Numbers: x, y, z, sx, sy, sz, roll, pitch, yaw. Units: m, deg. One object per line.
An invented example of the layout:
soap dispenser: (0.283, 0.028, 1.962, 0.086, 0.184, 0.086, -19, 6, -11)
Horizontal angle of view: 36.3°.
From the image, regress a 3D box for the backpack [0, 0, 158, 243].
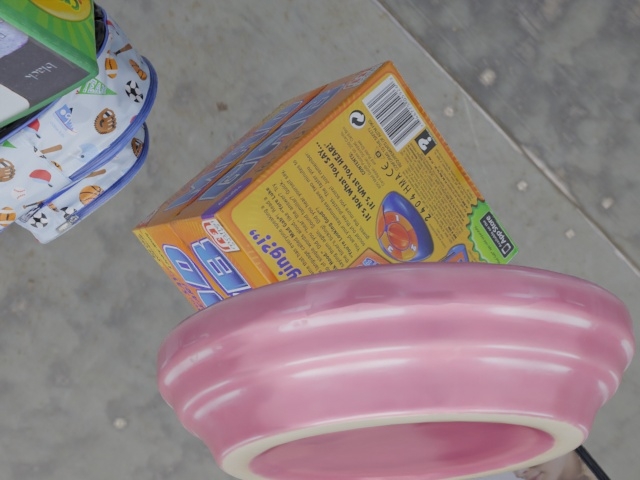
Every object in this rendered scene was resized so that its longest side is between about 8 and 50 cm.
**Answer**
backpack: (-0.317, -0.146, 1.155, 0.263, 0.276, 0.213, -37, 132, 15)

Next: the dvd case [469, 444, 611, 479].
dvd case: (0.151, 0.212, 0.966, 0.180, 0.253, 0.022, -41, 144, 6)

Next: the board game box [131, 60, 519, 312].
board game box: (0.000, 0.000, 1.503, 0.356, 0.356, 0.356, -43, 107, -24)

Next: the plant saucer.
plant saucer: (0.053, 0.112, 0.684, 0.332, 0.084, 0.332, -3, 157, -1)

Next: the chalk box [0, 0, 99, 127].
chalk box: (-0.240, -0.155, 0.504, 0.180, 0.289, 0.179, -20, 152, 24)
